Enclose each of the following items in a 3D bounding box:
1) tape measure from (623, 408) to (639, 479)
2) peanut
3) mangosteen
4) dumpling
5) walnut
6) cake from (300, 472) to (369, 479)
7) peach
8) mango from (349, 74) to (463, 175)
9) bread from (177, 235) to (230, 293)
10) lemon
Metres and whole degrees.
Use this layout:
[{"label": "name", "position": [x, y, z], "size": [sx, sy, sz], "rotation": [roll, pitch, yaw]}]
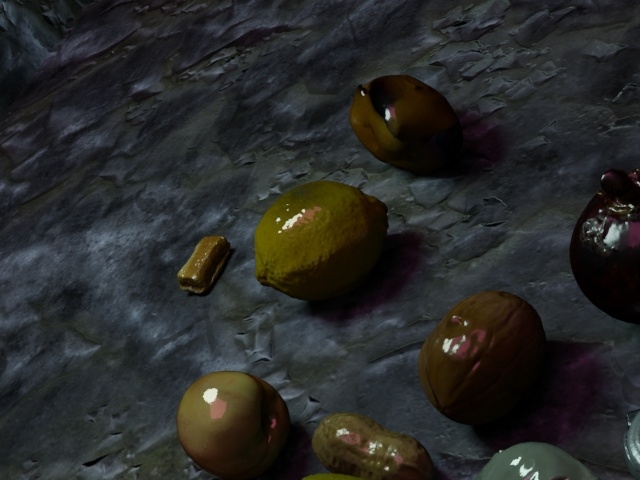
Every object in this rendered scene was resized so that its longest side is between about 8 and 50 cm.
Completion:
[{"label": "tape measure", "position": [0.471, 0.280, 1.218], "size": [0.164, 0.084, 0.330], "rotation": [-38, 32, 4]}, {"label": "peanut", "position": [0.071, 0.306, 1.544], "size": [0.226, 0.108, 0.095], "rotation": [13, 67, 47]}, {"label": "mangosteen", "position": [0.437, -0.016, 1.444], "size": [0.235, 0.261, 0.235], "rotation": [-25, 37, 21]}, {"label": "dumpling", "position": [0.271, 0.330, 1.342], "size": [0.219, 0.108, 0.153], "rotation": [1, 67, 59]}, {"label": "walnut", "position": [0.230, 0.162, 1.521], "size": [0.207, 0.167, 0.167], "rotation": [-49, 35, -19]}, {"label": "cake", "position": [0.012, 0.436, 1.381], "size": [0.156, 0.179, 0.260], "rotation": [5, 49, 45]}, {"label": "peach", "position": [-0.142, 0.288, 1.703], "size": [0.184, 0.184, 0.184], "rotation": [-25, 36, 19]}, {"label": "mango", "position": [0.154, -0.219, 2.013], "size": [0.152, 0.201, 0.287], "rotation": [-23, 26, -13]}, {"label": "bread", "position": [-0.234, 0.047, 2.184], "size": [0.074, 0.053, 0.132], "rotation": [-1, 48, 37]}, {"label": "lemon", "position": [0.000, 0.000, 1.884], "size": [0.260, 0.204, 0.204], "rotation": [-27, 34, 1]}]
